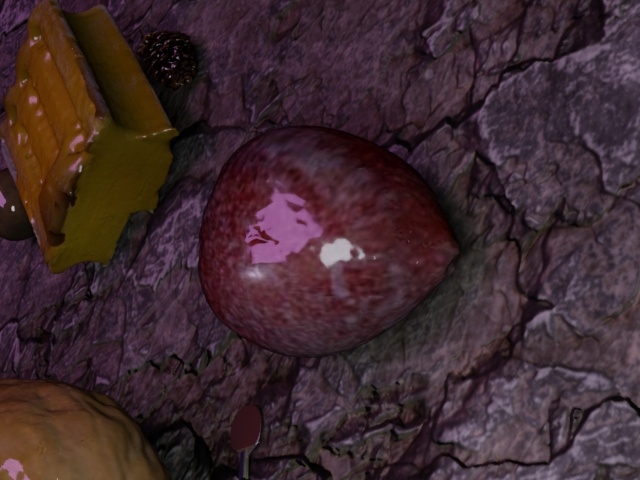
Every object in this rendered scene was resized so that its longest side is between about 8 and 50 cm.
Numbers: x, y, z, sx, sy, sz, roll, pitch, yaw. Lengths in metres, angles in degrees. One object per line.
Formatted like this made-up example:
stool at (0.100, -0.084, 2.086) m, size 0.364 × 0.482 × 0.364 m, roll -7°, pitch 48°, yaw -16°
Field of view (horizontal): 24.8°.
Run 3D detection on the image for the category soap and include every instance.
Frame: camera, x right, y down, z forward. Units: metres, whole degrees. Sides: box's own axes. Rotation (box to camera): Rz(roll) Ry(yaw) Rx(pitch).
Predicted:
soap at (-0.316, -0.137, 1.886) m, size 0.281 × 0.143 × 0.259 m, roll 60°, pitch 135°, yaw 37°

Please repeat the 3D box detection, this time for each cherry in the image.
cherry at (0.000, 0.000, 1.441) m, size 0.300 × 0.203 × 0.230 m, roll 0°, pitch 71°, yaw 34°

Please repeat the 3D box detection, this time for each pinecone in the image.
pinecone at (-0.195, -0.232, 1.872) m, size 0.077 × 0.077 × 0.083 m, roll -36°, pitch 58°, yaw 32°

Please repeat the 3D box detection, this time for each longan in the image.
longan at (-0.422, -0.049, 2.029) m, size 0.119 × 0.106 × 0.106 m, roll 96°, pitch 176°, yaw -67°

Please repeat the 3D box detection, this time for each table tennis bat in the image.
table tennis bat at (-0.081, 0.218, 1.576) m, size 0.050 × 0.007 × 0.083 m, roll -21°, pitch 56°, yaw 41°

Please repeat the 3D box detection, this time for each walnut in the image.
walnut at (-0.312, 0.302, 1.586) m, size 0.344 × 0.306 × 0.306 m, roll 21°, pitch 88°, yaw 58°
